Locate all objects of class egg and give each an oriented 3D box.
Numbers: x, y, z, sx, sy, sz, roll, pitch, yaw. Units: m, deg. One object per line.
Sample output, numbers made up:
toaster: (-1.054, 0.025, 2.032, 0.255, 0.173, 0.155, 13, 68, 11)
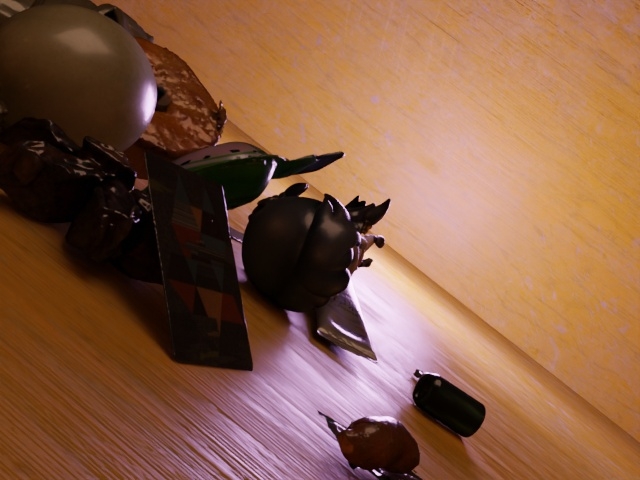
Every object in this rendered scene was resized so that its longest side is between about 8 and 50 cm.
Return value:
egg: (-0.301, -0.188, 1.036, 0.186, 0.187, 0.253, 39, 8, 12)

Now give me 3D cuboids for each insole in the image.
insole: (-0.107, 0.007, 1.457, 0.253, 0.005, 0.086, 29, 11, -47)

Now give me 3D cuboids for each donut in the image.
donut: (-0.266, -0.203, 1.282, 0.253, 0.118, 0.254, 25, 43, -25)

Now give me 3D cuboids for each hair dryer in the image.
hair dryer: (0.170, 0.227, 1.302, 0.100, 0.057, 0.197, 36, -1, -14)

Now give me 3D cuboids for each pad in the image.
pad: (-0.119, 0.023, 0.854, 0.143, 0.003, 0.212, 23, 51, -61)

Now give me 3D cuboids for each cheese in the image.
cheese: (-0.112, -0.095, 1.234, 0.320, 0.203, 0.083, -14, 85, -35)

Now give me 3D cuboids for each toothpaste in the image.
toothpaste: (0.026, 0.100, 1.326, 0.100, 0.066, 0.323, 30, 14, -13)

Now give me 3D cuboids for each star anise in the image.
star anise: (-0.229, -0.047, 0.868, 0.220, 0.099, 0.214, 33, 5, -34)

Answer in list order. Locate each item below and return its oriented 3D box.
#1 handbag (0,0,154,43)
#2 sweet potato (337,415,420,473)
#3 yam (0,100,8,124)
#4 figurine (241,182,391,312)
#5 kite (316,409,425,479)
handbag: (-0.429, -0.339, 1.394, 0.315, 0.109, 0.253, 34, 41, -14)
sweet potato: (0.065, 0.198, 0.825, 0.056, 0.056, 0.195, 43, 4, 34)
yam: (-0.459, -0.203, 0.849, 0.317, 0.067, 0.071, 35, 22, -11)
figurine: (-0.009, 0.009, 1.241, 0.196, 0.175, 0.265, 10, 6, 5)
kite: (0.144, 0.303, 0.811, 0.406, 0.014, 0.368, 42, 9, 23)
